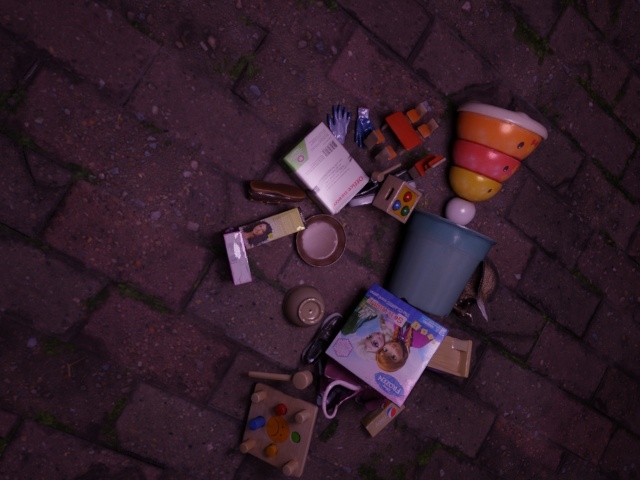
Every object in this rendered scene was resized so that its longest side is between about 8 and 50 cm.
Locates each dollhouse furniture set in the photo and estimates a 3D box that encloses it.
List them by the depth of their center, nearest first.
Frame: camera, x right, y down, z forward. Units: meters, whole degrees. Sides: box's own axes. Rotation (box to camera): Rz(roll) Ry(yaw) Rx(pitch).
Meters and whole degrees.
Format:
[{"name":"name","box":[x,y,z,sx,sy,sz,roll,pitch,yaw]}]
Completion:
[{"name":"dollhouse furniture set","box":[0.341,-0.367,1.624,0.262,0.135,0.259,-33,87,-22]}]

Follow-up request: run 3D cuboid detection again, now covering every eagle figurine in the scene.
[{"name":"eagle figurine","box":[0.635,0.171,1.793,0.225,0.226,0.298,36,87,0]}]

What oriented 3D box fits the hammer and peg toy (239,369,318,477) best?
[{"name":"hammer and peg toy","box":[-0.141,0.613,1.546,0.266,0.127,0.361,13,90,25]}]

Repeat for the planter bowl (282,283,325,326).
[{"name":"planter bowl","box":[-0.048,0.250,1.606,0.162,0.109,0.162,-2,95,-19]}]

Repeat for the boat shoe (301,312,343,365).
[{"name":"boat shoe","box":[0.016,0.379,1.656,0.080,0.076,0.228,45,80,-17]}]

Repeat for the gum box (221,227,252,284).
[{"name":"gum box","box":[-0.295,0.050,1.505,0.062,0.107,0.188,-13,99,-18]}]

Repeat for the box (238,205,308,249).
[{"name":"box","box":[-0.168,-0.044,1.547,0.232,0.058,0.087,-21,93,-10]}]

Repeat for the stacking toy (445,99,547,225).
[{"name":"stacking toy","box":[0.633,-0.276,1.727,0.350,0.350,0.480,14,106,-19]}]

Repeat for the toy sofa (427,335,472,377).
[{"name":"toy sofa","box":[0.402,0.426,1.720,0.362,0.177,0.150,21,69,-20]}]

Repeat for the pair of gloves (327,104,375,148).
[{"name":"pair of gloves","box":[0.121,-0.431,1.651,0.198,0.023,0.159,-2,97,-18]}]

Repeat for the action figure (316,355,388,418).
[{"name":"action figure","box":[0.174,0.523,1.634,0.370,0.276,0.248,6,87,-6]}]

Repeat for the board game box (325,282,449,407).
[{"name":"board game box","box":[0.236,0.366,1.553,0.319,0.066,0.318,31,75,21]}]

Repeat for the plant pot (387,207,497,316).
[{"name":"plant pot","box":[0.434,0.090,1.661,0.341,0.341,0.334,22,96,-19]}]

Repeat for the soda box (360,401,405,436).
[{"name":"soda box","box":[0.254,0.711,1.776,0.181,0.058,0.061,-38,105,-13]}]

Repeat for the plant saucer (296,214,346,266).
[{"name":"plant saucer","box":[0.000,0.000,1.639,0.198,0.036,0.198,-2,96,-19]}]

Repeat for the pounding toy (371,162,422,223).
[{"name":"pounding toy","box":[0.270,-0.183,1.552,0.206,0.094,0.181,24,98,-44]}]

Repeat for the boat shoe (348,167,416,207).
[{"name":"boat shoe","box":[0.229,-0.207,1.661,0.306,0.113,0.105,-20,94,-19]}]

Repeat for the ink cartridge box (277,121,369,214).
[{"name":"ink cartridge box","box":[0.011,-0.256,1.579,0.198,0.115,0.273,-45,106,-10]}]

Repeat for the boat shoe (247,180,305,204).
[{"name":"boat shoe","box":[-0.160,-0.163,1.559,0.207,0.073,0.073,9,129,-16]}]
